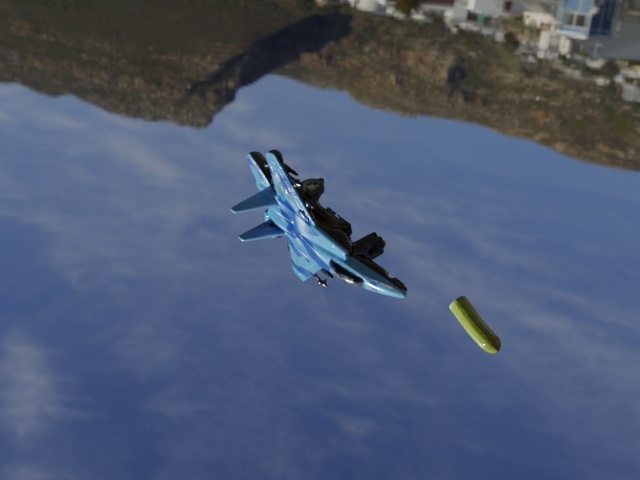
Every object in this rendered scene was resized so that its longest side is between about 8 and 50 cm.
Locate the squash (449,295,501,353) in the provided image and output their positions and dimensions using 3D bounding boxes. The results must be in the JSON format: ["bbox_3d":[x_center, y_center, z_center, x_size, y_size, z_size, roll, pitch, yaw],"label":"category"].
[{"bbox_3d":[0.196,0.108,1.083,0.027,0.027,0.083,-9,-129,-36],"label":"squash"}]

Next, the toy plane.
[{"bbox_3d":[0.006,-0.004,0.880,0.246,0.169,0.078,25,-130,39],"label":"toy plane"}]
